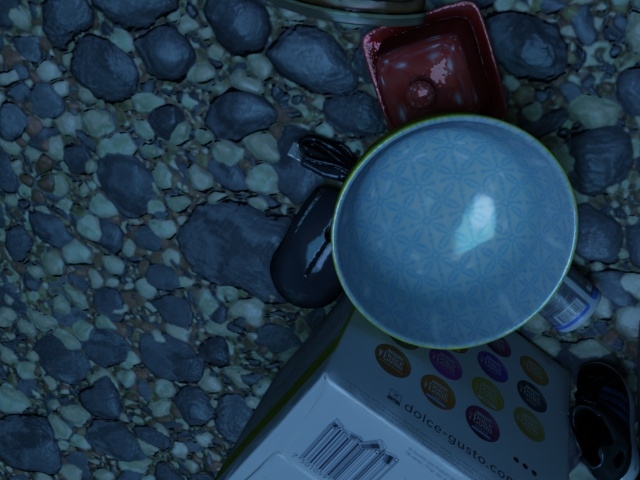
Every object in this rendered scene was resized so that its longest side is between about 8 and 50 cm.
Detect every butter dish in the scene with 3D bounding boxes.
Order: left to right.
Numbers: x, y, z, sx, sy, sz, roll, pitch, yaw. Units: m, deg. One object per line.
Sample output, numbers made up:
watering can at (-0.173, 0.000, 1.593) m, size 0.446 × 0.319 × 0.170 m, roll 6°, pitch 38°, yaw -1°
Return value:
butter dish at (0.132, -0.191, 0.962) m, size 0.159 × 0.118 × 0.160 m, roll -12°, pitch 111°, yaw 23°

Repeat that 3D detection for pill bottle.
pill bottle at (0.299, 0.052, 1.050) m, size 0.137 × 0.078 × 0.078 m, roll 41°, pitch 121°, yaw -4°

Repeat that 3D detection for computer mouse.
computer mouse at (0.000, 0.000, 1.129) m, size 0.188 × 0.072 × 0.272 m, roll 28°, pitch 121°, yaw 3°

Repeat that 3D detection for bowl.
bowl at (0.152, -0.028, 0.972) m, size 0.289 × 0.156 × 0.290 m, roll -1°, pitch 111°, yaw -2°

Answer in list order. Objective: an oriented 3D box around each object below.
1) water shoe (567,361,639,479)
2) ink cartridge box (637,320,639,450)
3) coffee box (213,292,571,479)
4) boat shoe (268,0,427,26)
water shoe at (0.369, 0.225, 1.038) m, size 0.080 × 0.203 × 0.073 m, roll 38°, pitch 120°, yaw -22°
ink cartridge box at (0.492, 0.229, 0.982) m, size 0.171 × 0.233 × 0.168 m, roll 0°, pitch 115°, yaw 19°
coffee box at (0.099, 0.276, 1.081) m, size 0.337 × 0.334 × 0.338 m, roll 36°, pitch 122°, yaw -2°
boat shoe at (-0.015, -0.332, 0.943) m, size 0.307 × 0.111 × 0.105 m, roll 16°, pitch 115°, yaw 13°
